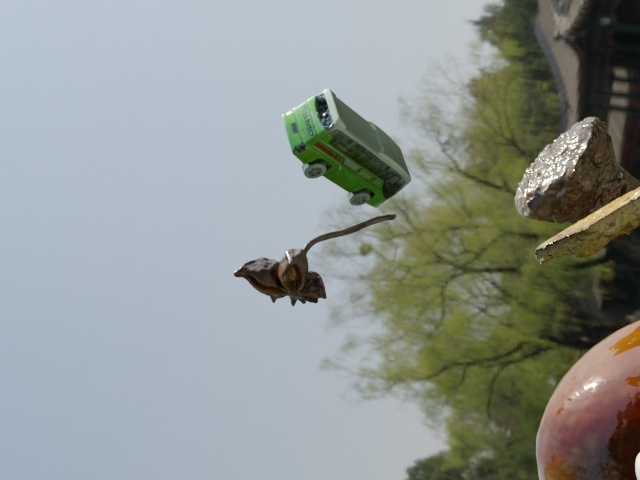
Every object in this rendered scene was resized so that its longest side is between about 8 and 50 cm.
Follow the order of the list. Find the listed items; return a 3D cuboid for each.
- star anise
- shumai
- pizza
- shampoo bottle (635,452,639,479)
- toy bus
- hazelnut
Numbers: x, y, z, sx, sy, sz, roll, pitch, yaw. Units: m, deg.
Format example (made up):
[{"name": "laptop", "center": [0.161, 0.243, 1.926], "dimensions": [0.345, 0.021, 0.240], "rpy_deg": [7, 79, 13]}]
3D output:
[{"name": "star anise", "center": [0.000, 0.000, 1.348], "dimensions": [0.148, 0.218, 0.227], "rpy_deg": [115, 174, -53]}, {"name": "shumai", "center": [0.400, -0.072, 1.277], "dimensions": [0.206, 0.175, 0.166], "rpy_deg": [-45, 1, -42]}, {"name": "pizza", "center": [0.316, -0.016, 0.950], "dimensions": [0.036, 0.160, 0.099], "rpy_deg": [59, -179, 1]}, {"name": "shampoo bottle", "center": [0.207, 0.107, 0.444], "dimensions": [0.072, 0.043, 0.099], "rpy_deg": [35, -87, -29]}, {"name": "toy bus", "center": [0.015, -0.046, 0.453], "dimensions": [0.083, 0.037, 0.031], "rpy_deg": [27, -142, -51]}, {"name": "hazelnut", "center": [0.460, 0.269, 1.113], "dimensions": [0.366, 0.365, 0.366], "rpy_deg": [11, -90, -70]}]
